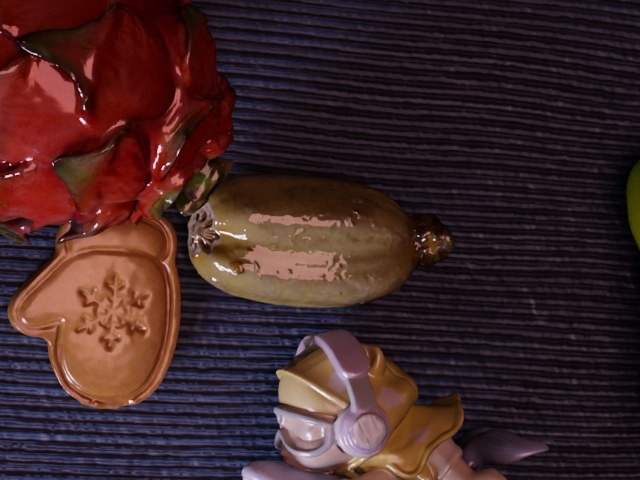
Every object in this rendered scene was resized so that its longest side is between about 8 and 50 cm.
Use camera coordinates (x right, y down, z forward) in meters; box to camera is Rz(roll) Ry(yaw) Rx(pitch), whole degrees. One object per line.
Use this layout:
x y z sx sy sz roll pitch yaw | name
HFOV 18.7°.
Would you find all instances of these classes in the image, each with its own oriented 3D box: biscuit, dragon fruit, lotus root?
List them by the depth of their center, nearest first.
-0.178 -0.098 1.215 0.274 0.192 0.193 18 84 -15 | dragon fruit
-0.153 0.046 1.320 0.118 0.023 0.140 -5 97 -17 | biscuit
0.000 0.000 1.333 0.183 0.077 0.090 2 101 -14 | lotus root

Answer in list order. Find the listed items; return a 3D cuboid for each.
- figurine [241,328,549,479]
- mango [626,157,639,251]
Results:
0.044 0.147 1.340 0.208 0.128 0.184 -10 95 -24 | figurine
0.315 0.059 1.406 0.175 0.143 0.293 -20 90 -8 | mango
